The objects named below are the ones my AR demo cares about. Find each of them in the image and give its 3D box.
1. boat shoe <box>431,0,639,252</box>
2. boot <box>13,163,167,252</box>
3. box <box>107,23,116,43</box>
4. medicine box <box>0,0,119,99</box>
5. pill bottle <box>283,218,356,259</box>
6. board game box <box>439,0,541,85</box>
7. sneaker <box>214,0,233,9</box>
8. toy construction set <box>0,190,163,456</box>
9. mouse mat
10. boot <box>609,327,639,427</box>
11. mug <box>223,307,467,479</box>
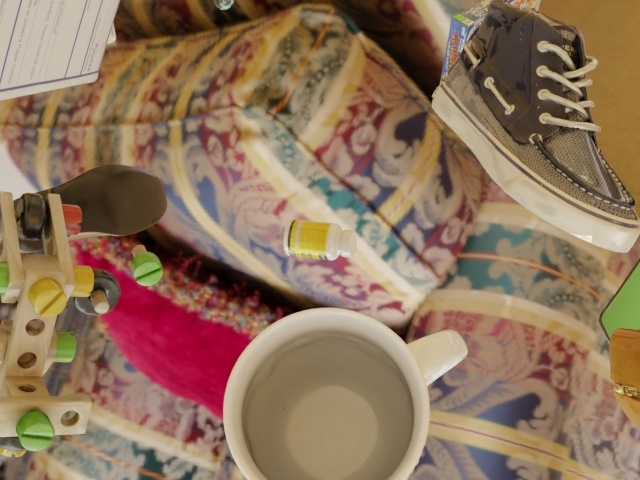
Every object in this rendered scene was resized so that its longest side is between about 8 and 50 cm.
[{"bbox_3d":[0.243,-0.139,1.000,0.340,0.127,0.158,54,127,47],"label":"boat shoe"},{"bbox_3d":[-0.375,-0.046,1.449,0.115,0.305,0.112,-11,94,45],"label":"boot"},{"bbox_3d":[-0.400,-0.359,1.351,0.232,0.148,0.127,47,149,51],"label":"box"},{"bbox_3d":[-0.276,-0.269,0.795,0.264,0.149,0.289,-67,-7,19],"label":"medicine box"},{"bbox_3d":[0.000,0.000,1.621,0.116,0.065,0.065,5,74,16],"label":"pill bottle"},{"bbox_3d":[0.271,-0.326,1.493,0.035,0.201,0.136,37,146,27],"label":"board game box"},{"bbox_3d":[-0.158,-0.374,1.208,0.065,0.076,0.167,-3,105,65],"label":"sneaker"},{"bbox_3d":[-0.342,0.083,0.993,0.257,0.309,0.237,-47,37,8],"label":"toy construction set"},{"bbox_3d":[0.456,0.066,1.328,0.007,0.152,0.190,30,78,38],"label":"mouse mat"},{"bbox_3d":[0.464,0.244,1.152,0.211,0.104,0.295,-8,101,69],"label":"boot"},{"bbox_3d":[0.055,0.246,1.401,0.374,0.328,0.276,-31,73,-8],"label":"mug"}]
